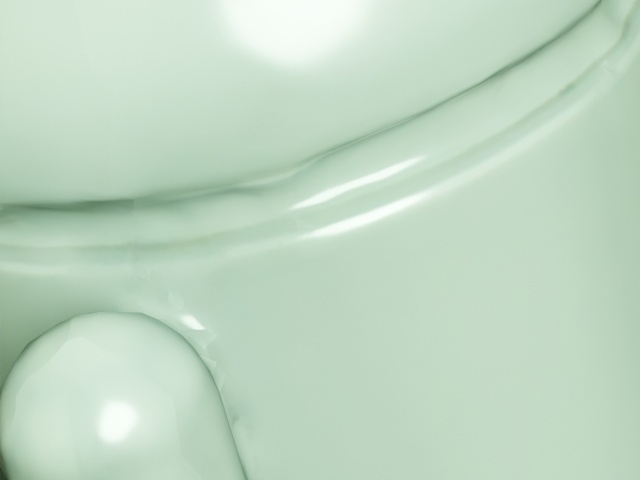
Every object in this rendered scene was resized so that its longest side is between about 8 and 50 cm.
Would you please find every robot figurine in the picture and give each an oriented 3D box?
[{"bbox_3d":[0.000,0.000,0.444,0.200,0.300,0.353,-7,121,18],"label":"robot figurine"}]
